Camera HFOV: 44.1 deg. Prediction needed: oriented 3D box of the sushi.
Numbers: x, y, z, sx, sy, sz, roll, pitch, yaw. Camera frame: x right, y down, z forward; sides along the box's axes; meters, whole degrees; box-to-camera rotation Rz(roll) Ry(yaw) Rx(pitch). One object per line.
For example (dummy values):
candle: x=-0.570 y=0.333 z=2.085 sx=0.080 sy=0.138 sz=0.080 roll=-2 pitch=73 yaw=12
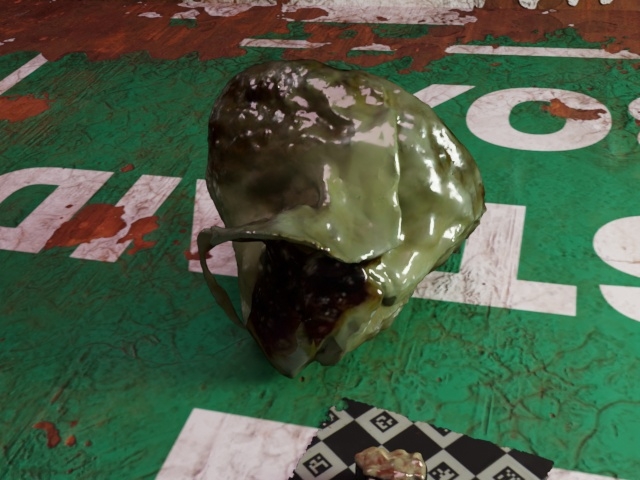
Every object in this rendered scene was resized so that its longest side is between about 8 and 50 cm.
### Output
sushi: x=0.072 y=0.272 z=0.805 sx=0.264 sy=0.050 sz=0.290 roll=13 pitch=38 yaw=25

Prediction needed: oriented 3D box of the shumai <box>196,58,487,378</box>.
shumai: x=0.000 y=0.000 z=1.024 sx=0.395 sy=0.395 sz=0.348 roll=8 pitch=58 yaw=19
